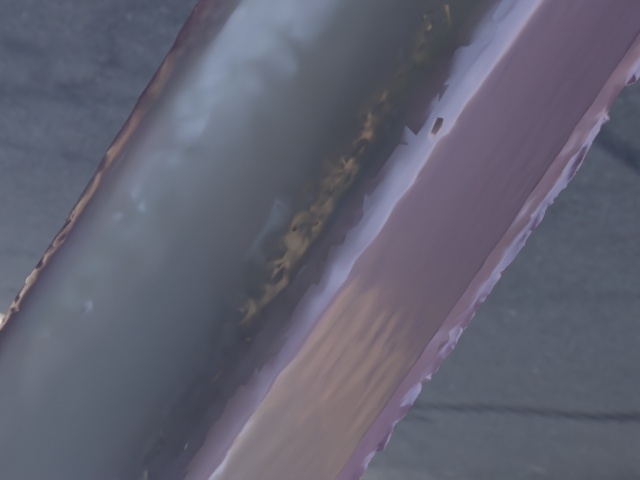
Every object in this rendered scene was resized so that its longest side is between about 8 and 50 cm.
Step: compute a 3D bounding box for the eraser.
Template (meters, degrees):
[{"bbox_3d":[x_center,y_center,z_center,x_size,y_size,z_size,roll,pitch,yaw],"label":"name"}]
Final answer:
[{"bbox_3d":[0.000,0.000,0.679,0.122,0.359,0.272,35,-171,18],"label":"eraser"}]
